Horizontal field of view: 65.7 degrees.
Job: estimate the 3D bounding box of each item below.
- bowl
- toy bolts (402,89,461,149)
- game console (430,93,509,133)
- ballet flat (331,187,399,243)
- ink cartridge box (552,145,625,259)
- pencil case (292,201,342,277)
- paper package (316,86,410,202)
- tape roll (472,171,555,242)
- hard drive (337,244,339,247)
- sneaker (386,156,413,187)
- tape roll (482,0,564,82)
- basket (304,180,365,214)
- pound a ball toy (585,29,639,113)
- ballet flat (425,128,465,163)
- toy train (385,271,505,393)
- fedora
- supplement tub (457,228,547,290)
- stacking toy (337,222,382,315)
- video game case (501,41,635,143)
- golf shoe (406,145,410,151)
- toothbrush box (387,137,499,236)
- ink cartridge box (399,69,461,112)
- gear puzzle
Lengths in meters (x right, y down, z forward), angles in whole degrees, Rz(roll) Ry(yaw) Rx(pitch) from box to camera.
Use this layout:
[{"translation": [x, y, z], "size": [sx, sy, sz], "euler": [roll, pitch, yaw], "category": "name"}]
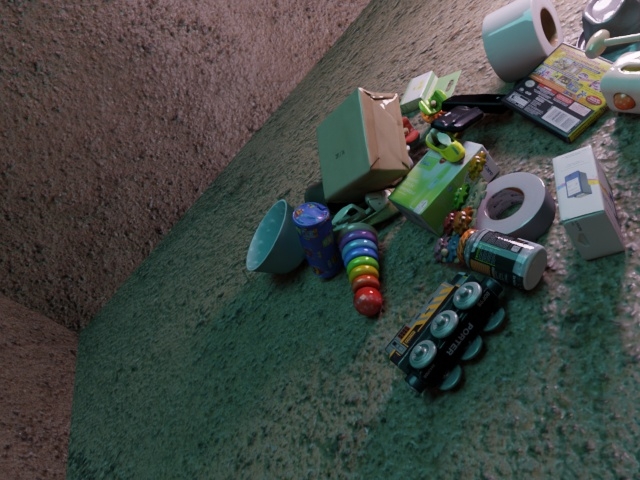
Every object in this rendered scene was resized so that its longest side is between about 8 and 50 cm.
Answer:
[{"translation": [-0.152, 0.011, 1.981], "size": [0.311, 0.163, 0.311], "euler": [-47, 26, 32], "category": "bowl"}, {"translation": [0.402, -0.406, 1.853], "size": [0.229, 0.158, 0.218], "euler": [-32, 74, 9], "category": "toy bolts"}, {"translation": [0.469, -0.418, 1.614], "size": [0.213, 0.043, 0.361], "euler": [14, 35, 38], "category": "game console"}, {"translation": [0.161, -0.105, 1.761], "size": [0.349, 0.123, 0.123], "euler": [-30, 35, 19], "category": "ballet flat"}, {"translation": [0.615, -0.086, 1.141], "size": [0.093, 0.154, 0.212], "euler": [-19, 40, 38], "category": "ink cartridge box"}, {"translation": [0.000, 0.000, 1.713], "size": [0.133, 0.306, 0.119], "euler": [-38, 50, -16], "category": "pencil case"}, {"translation": [0.136, -0.324, 1.744], "size": [0.325, 0.168, 0.309], "euler": [-27, 68, 60], "category": "paper package"}, {"translation": [0.515, -0.080, 1.347], "size": [0.219, 0.072, 0.219], "euler": [-32, 35, 26], "category": "tape roll"}, {"translation": [0.109, -0.043, 1.878], "size": [0.094, 0.022, 0.135], "euler": [-26, 38, 34], "category": "hard drive"}, {"translation": [0.204, -0.282, 1.924], "size": [0.127, 0.126, 0.321], "euler": [-51, 31, -15], "category": "sneaker"}, {"translation": [0.672, -0.668, 1.637], "size": [0.169, 0.246, 0.246], "euler": [-11, 47, 47], "category": "tape roll"}, {"translation": [0.045, -0.179, 1.993], "size": [0.204, 0.154, 0.227], "euler": [-31, 16, -26], "category": "basket"}, {"translation": [0.800, -0.393, 1.197], "size": [0.135, 0.208, 0.319], "euler": [-50, 31, -2], "category": "pound a ball toy"}, {"translation": [0.378, -0.313, 1.544], "size": [0.077, 0.077, 0.231], "euler": [-42, 30, 11], "category": "ballet flat"}, {"translation": [0.305, 0.218, 1.230], "size": [0.334, 0.142, 0.190], "euler": [-51, 21, -5], "category": "toy train"}, {"translation": [0.878, -0.666, 1.487], "size": [0.244, 0.124, 0.275], "euler": [-3, 53, 52], "category": "fedora"}, {"translation": [0.443, 0.040, 1.224], "size": [0.190, 0.117, 0.117], "euler": [25, 76, 44], "category": "supplement tub"}, {"translation": [0.133, 0.100, 1.594], "size": [0.141, 0.141, 0.330], "euler": [-32, 39, 27], "category": "stacking toy"}, {"translation": [0.722, -0.440, 1.456], "size": [0.248, 0.035, 0.274], "euler": [-44, 46, 9], "category": "video game case"}, {"translation": [0.248, -0.343, 1.820], "size": [0.094, 0.077, 0.198], "euler": [-22, 37, -19], "category": "golf shoe"}, {"translation": [0.386, -0.180, 1.579], "size": [0.283, 0.122, 0.206], "euler": [-47, 30, 0], "category": "toothbrush box"}, {"translation": [0.456, -0.638, 2.074], "size": [0.235, 0.056, 0.171], "euler": [-9, 48, 51], "category": "ink cartridge box"}, {"translation": [0.399, -0.098, 1.398], "size": [0.175, 0.044, 0.338], "euler": [-175, 105, -82], "category": "gear puzzle"}]
